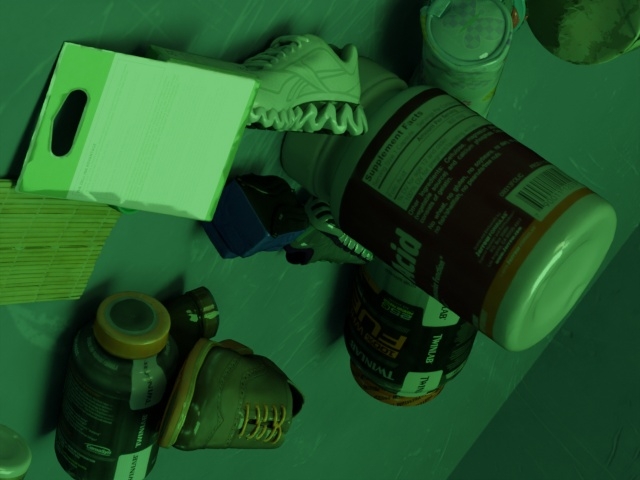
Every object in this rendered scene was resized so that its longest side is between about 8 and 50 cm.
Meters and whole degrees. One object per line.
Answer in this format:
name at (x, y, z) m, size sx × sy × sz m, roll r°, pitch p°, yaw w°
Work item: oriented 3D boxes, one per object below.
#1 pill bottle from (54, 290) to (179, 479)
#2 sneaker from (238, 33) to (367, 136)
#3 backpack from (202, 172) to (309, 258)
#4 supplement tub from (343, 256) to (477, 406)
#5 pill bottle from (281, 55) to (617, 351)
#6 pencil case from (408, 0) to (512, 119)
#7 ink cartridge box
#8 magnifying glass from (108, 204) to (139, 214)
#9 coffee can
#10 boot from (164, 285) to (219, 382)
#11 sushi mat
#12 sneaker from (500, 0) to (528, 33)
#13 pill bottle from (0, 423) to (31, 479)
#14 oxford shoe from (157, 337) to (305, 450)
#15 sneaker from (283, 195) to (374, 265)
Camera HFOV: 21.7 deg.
pill bottle at (-0.242, 0.175, 1.997) m, size 0.130 × 0.130 × 0.245 m, roll -33°, pitch 151°, yaw -42°
sneaker at (-0.050, -0.182, 1.919) m, size 0.292 × 0.110 × 0.118 m, roll -3°, pitch 101°, yaw -55°
backpack at (-0.081, -0.030, 2.072) m, size 0.101 × 0.098 × 0.120 m, roll -32°, pitch 171°, yaw 31°
supplement tub at (0.150, 0.093, 2.575) m, size 0.207 × 0.207 × 0.338 m, roll -37°, pitch 152°, yaw -36°
pill bottle at (0.155, -0.055, 2.107) m, size 0.224 × 0.392 × 0.224 m, roll -43°, pitch 155°, yaw -25°
pencil case at (0.178, -0.227, 2.208) m, size 0.273 × 0.124 × 0.113 m, roll 93°, pitch 16°, yaw -70°
ink cartridge box at (-0.193, -0.117, 1.719) m, size 0.235 × 0.056 × 0.171 m, roll 9°, pitch 112°, yaw -34°
magnifying glass at (-0.175, -0.078, 1.881) m, size 0.231 × 0.026 × 0.092 m, roll -10°, pitch 119°, yaw -66°
coffee can at (0.453, -0.383, 2.488) m, size 0.275 × 0.201 × 0.201 m, roll -23°, pitch 143°, yaw -52°
boot at (-0.200, 0.148, 2.149) m, size 0.106 × 0.082 × 0.219 m, roll -18°, pitch 144°, yaw -26°
sushi mat at (-0.314, 0.003, 1.739) m, size 0.151 × 0.019 × 0.316 m, roll -60°, pitch 158°, yaw 14°
sneaker at (0.201, -0.345, 2.210) m, size 0.125 × 0.104 × 0.262 m, roll -25°, pitch 152°, yaw -10°
pill bottle at (-0.401, 0.296, 1.900) m, size 0.094 × 0.094 × 0.169 m, roll -14°, pitch 136°, yaw -58°
oxford shoe at (-0.100, 0.196, 2.035) m, size 0.364 × 0.133 × 0.130 m, roll -24°, pitch 136°, yaw -77°
sneaker at (0.000, 0.000, 2.336) m, size 0.098 × 0.083 × 0.224 m, roll -35°, pitch 156°, yaw 9°
